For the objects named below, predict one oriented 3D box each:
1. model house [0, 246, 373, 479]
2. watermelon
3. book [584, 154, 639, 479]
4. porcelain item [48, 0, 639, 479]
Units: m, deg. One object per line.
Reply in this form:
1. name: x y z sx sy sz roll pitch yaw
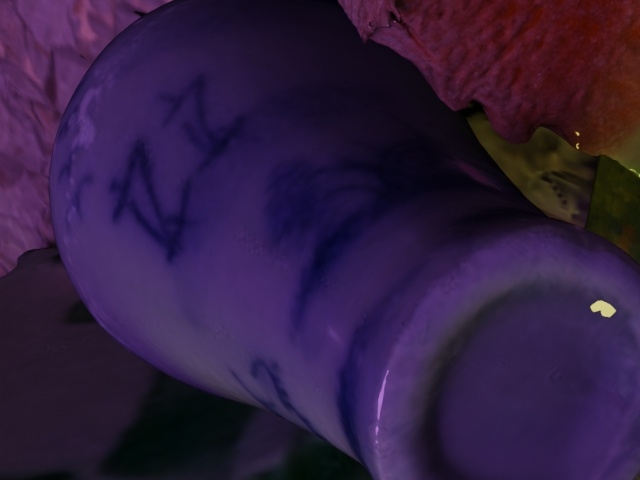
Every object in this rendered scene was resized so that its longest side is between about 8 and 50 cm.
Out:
1. model house: -0.042 0.191 0.753 0.267 0.194 0.325 5 125 43
2. watermelon: 0.045 -0.138 0.488 0.146 0.128 0.231 55 150 41
3. book: 0.177 0.060 0.558 0.228 0.024 0.160 30 139 25
4. porcelain item: 0.000 0.000 0.562 0.259 0.141 0.141 40 149 60
